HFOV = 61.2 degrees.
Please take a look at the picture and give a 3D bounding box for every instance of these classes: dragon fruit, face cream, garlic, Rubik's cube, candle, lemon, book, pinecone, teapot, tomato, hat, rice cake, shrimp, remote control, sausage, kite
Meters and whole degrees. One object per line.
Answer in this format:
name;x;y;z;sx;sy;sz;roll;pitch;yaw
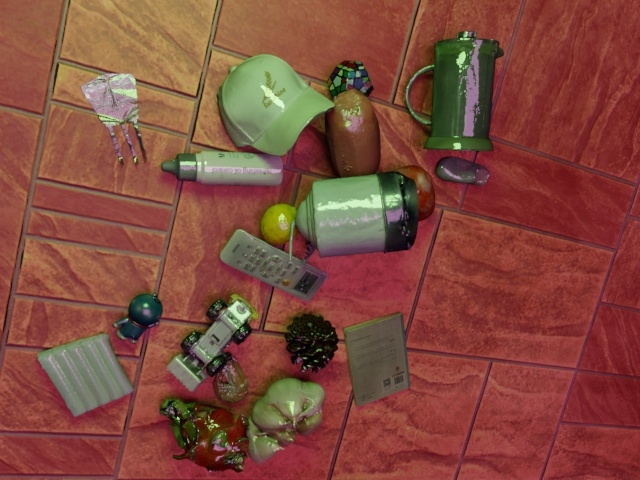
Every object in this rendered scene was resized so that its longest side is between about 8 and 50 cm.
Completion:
dragon fruit;-0.323;0.541;1.507;0.269;0.200;0.198;38;76;-23
face cream;-0.258;-0.190;1.425;0.311;0.092;0.092;0;102;-20
garlic;-0.109;0.511;1.587;0.281;0.203;0.184;-26;93;-10
Rubik's cube;0.082;-0.428;1.489;0.133;0.112;0.133;-5;105;-22
candle;0.079;-0.066;1.440;0.343;0.221;0.221;-4;105;2
lemon;-0.110;-0.047;1.501;0.133;0.109;0.109;-35;114;17
book;0.191;0.389;1.766;0.215;0.025;0.282;-13;107;-19
pinecone;-0.027;0.313;1.599;0.163;0.163;0.165;-9;123;-19
teapot;0.384;-0.430;1.578;0.271;0.200;0.337;4;100;12
tomato;0.255;-0.135;1.605;0.187;0.151;0.187;-3;101;-16
hat;-0.121;-0.346;1.358;0.258;0.301;0.168;-49;136;-6
rice cake;-0.618;0.355;1.439;0.189;0.037;0.198;-18;108;-16
shrimp;-0.271;0.400;1.589;0.099;0.041;0.180;-13;108;-3
remote control;-0.131;0.069;1.554;0.313;0.055;0.109;28;108;-27
sausage;0.089;-0.274;1.470;0.152;0.152;0.279;-28;139;-13
kite;-0.502;-0.298;1.348;0.127;0.016;0.229;-15;104;-14

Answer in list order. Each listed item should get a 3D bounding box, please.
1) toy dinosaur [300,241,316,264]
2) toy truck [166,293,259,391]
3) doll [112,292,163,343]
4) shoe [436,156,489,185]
toy dinosaur;-0.001;0.001;1.575;0.082;0.039;0.209;39;61;4
toy truck;-0.292;0.280;1.506;0.136;0.111;0.286;42;95;7
doll;-0.476;0.201;1.437;0.114;0.085;0.152;27;103;-39
shoe;0.464;-0.214;1.705;0.195;0.078;0.079;7;100;-26
